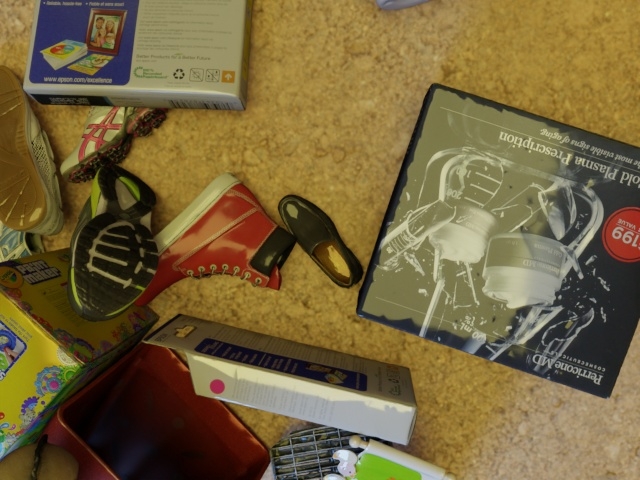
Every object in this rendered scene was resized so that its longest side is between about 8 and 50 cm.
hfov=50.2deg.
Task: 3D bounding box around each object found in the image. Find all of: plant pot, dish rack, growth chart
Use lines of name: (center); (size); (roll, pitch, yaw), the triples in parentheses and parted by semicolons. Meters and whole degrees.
plant pot: (-0.273, 0.343, 0.971); (0.267, 0.267, 0.235); (47, 109, -1)
dish rack: (0.033, 0.406, 1.035); (0.208, 0.074, 0.272); (-10, 92, 4)
growth chart: (0.082, 0.366, 0.937); (0.171, 0.021, 0.237); (15, 121, 1)

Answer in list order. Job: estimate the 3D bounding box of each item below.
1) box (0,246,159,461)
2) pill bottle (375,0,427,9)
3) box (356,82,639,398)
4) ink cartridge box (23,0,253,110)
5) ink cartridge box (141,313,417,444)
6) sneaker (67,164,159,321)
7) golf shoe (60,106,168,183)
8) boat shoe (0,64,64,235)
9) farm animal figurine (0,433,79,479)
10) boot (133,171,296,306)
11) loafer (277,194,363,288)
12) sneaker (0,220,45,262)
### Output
box: (-0.412, 0.176, 0.936); (0.177, 0.290, 0.279); (42, 96, 0)
pill bottle: (0.108, -0.435, 0.930); (0.119, 0.119, 0.209); (-14, 93, 5)
box: (0.257, -0.004, 0.927); (0.343, 0.179, 0.313); (18, 97, 3)
ink cartridge box: (-0.249, -0.342, 0.979); (0.303, 0.072, 0.308); (3, 77, 4)
ink cartridge box: (-0.052, 0.187, 0.967); (0.370, 0.176, 0.069); (15, 97, 3)
sneaker: (-0.291, 0.018, 0.936); (0.111, 0.300, 0.121); (26, 116, -21)
golf shoe: (-0.317, -0.163, 1.016); (0.186, 0.067, 0.086); (-42, 81, -2)
boat shoe: (-0.447, -0.127, 1.012); (0.098, 0.096, 0.277); (-22, 72, 4)
farm animal figurine: (-0.350, 0.343, 0.756); (0.330, 0.172, 0.327); (24, 113, -23)
boot: (-0.158, 0.045, 0.999); (0.244, 0.088, 0.176); (-45, 83, 4)
loafer: (0.000, 0.000, 1.004); (0.062, 0.061, 0.170); (-44, 90, 8)
sneaker: (-0.471, 0.037, 1.033); (0.081, 0.080, 0.211); (17, 96, 4)
